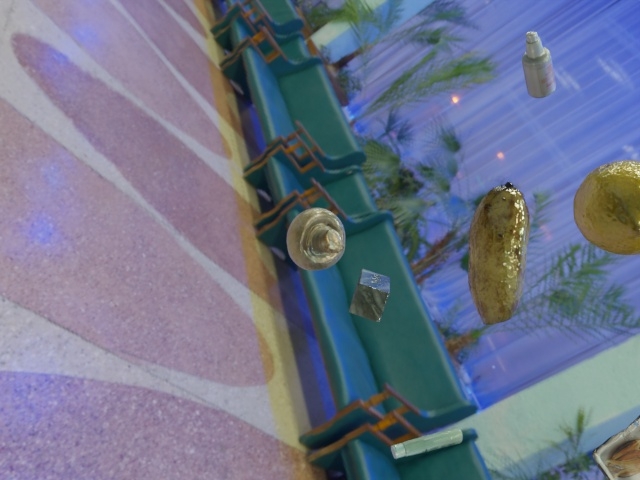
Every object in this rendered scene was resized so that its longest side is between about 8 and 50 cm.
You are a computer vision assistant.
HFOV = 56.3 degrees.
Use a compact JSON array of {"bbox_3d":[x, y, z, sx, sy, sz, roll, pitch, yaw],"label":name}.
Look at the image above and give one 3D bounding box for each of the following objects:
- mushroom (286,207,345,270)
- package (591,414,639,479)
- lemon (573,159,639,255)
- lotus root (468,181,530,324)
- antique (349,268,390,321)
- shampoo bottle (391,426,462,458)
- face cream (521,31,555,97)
[{"bbox_3d":[0.000,0.000,1.888,0.204,0.204,0.204,51,17,-23],"label":"mushroom"},{"bbox_3d":[0.645,0.442,1.176,0.173,0.171,0.027,55,-8,6],"label":"package"},{"bbox_3d":[0.732,-0.078,1.433,0.229,0.228,0.253,56,8,-7],"label":"lemon"},{"bbox_3d":[0.314,0.025,1.063,0.110,0.097,0.259,-168,-101,-69],"label":"lotus root"},{"bbox_3d":[0.138,0.145,1.641,0.088,0.086,0.183,18,13,3],"label":"antique"},{"bbox_3d":[0.285,0.547,1.608,0.069,0.190,0.041,95,-19,-64],"label":"shampoo bottle"},{"bbox_3d":[0.776,-0.638,2.142,0.101,0.101,0.252,-105,168,-46],"label":"face cream"}]
